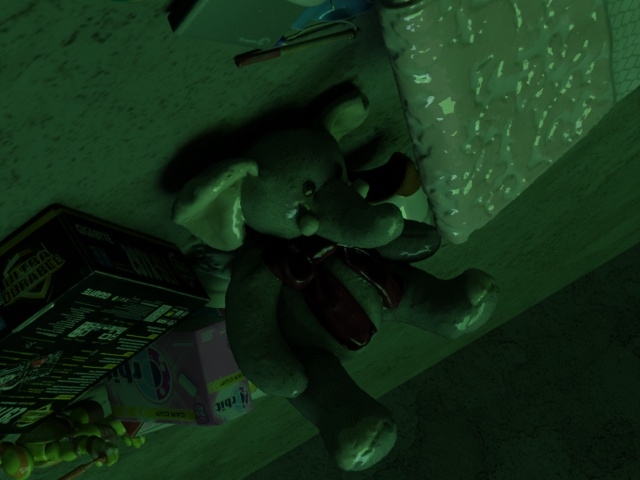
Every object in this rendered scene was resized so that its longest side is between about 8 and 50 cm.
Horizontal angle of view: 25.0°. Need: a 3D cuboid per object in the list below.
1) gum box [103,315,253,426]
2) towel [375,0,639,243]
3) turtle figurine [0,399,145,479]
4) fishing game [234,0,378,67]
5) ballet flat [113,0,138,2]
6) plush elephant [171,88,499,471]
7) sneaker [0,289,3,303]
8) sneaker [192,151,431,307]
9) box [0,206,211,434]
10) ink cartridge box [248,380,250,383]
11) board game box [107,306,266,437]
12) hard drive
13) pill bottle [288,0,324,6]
[{"bbox_3d":[-0.169,0.143,1.603,0.188,0.107,0.062,-4,-169,43],"label":"gum box"},{"bbox_3d":[0.197,-0.185,1.267,0.317,0.053,0.332,-40,145,-14],"label":"towel"},{"bbox_3d":[-0.334,0.252,1.789,0.269,0.087,0.217,-16,-179,32],"label":"turtle figurine"},{"bbox_3d":[0.039,-0.220,1.143,0.189,0.041,0.264,-20,161,-35],"label":"fishing game"},{"bbox_3d":[-0.076,-0.233,0.794,0.086,0.086,0.248,-23,164,-37],"label":"ballet flat"},{"bbox_3d":[0.000,0.000,1.406,0.272,0.330,0.255,-41,149,-31],"label":"plush elephant"},{"bbox_3d":[-0.360,0.095,1.148,0.258,0.091,0.094,-39,-176,20],"label":"sneaker"},{"bbox_3d":[-0.020,-0.024,1.614,0.290,0.106,0.123,-22,128,-13],"label":"sneaker"},{"bbox_3d":[-0.272,0.089,1.403,0.257,0.079,0.322,-34,166,9],"label":"box"},{"bbox_3d":[-0.016,0.086,1.691,0.179,0.045,0.145,-24,155,-21],"label":"ink cartridge box"},{"bbox_3d":[-0.081,0.116,1.797,0.316,0.064,0.242,-12,148,-44],"label":"board game box"},{"bbox_3d":[-0.038,-0.193,1.046,0.094,0.022,0.135,3,144,-42],"label":"hard drive"},{"bbox_3d":[0.026,-0.245,0.886,0.193,0.108,0.108,-42,164,27],"label":"pill bottle"}]
